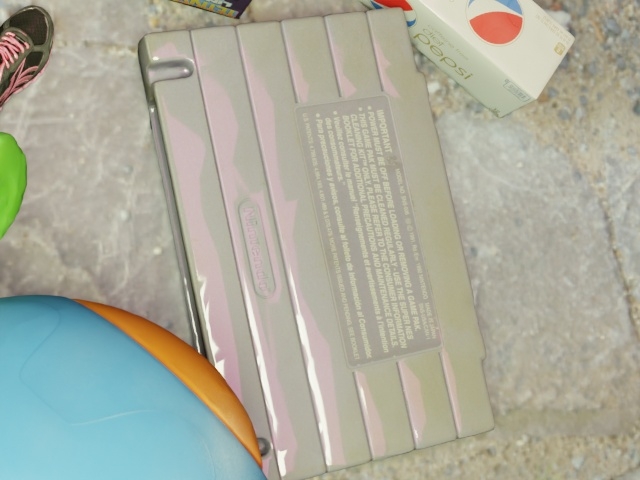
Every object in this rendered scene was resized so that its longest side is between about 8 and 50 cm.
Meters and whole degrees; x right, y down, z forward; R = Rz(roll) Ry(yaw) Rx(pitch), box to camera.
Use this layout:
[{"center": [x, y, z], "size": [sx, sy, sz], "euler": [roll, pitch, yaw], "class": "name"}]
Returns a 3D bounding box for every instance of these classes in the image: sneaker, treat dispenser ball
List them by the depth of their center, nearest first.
[{"center": [-0.169, 0.176, 0.634], "size": [0.288, 0.288, 0.288], "euler": [3, 81, -18], "class": "treat dispenser ball"}, {"center": [-0.235, -0.128, 0.781], "size": [0.047, 0.057, 0.119], "euler": [34, 72, -9], "class": "sneaker"}]

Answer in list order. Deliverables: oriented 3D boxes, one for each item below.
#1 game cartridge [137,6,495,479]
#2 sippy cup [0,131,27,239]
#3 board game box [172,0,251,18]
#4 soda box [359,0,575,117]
[{"center": [0.000, 0.000, 0.841], "size": [0.230, 0.068, 0.355], "euler": [-9, 85, -23], "class": "game cartridge"}, {"center": [-0.346, -0.075, 0.659], "size": [0.305, 0.240, 0.224], "euler": [34, 62, -20], "class": "sippy cup"}, {"center": [-0.121, -0.229, 0.788], "size": [0.170, 0.141, 0.048], "euler": [13, 80, -17], "class": "board game box"}, {"center": [0.106, -0.203, 0.899], "size": [0.216, 0.069, 0.074], "euler": [38, 73, -10], "class": "soda box"}]
